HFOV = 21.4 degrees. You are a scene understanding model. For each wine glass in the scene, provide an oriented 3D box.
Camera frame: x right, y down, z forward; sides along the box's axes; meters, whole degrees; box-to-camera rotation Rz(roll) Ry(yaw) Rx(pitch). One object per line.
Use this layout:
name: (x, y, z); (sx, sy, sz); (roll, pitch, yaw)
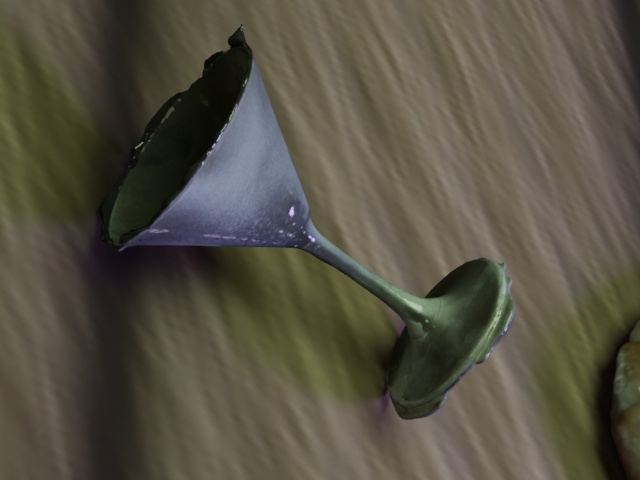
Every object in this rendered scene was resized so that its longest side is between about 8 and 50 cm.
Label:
wine glass: (0.000, 0.000, 0.812); (0.183, 0.122, 0.122); (33, 47, -19)

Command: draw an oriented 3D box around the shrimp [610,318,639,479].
shrimp: (0.274, 0.075, 0.990); (0.168, 0.077, 0.317); (46, 48, 2)
